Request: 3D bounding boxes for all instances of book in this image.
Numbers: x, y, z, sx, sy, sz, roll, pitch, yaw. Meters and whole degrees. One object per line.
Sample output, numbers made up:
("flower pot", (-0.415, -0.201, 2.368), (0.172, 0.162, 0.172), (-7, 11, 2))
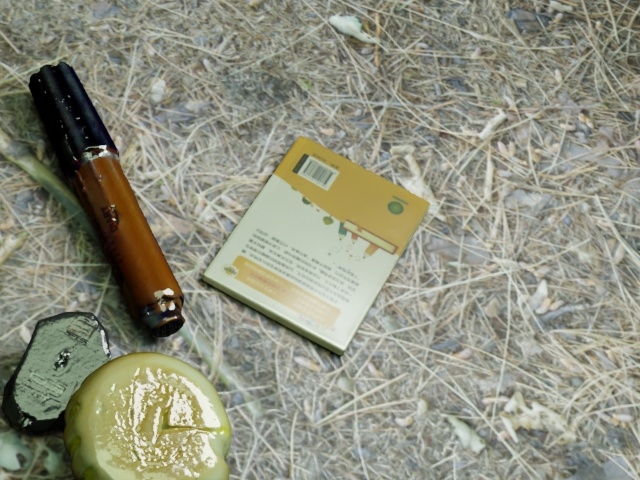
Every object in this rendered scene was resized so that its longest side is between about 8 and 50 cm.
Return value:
("book", (0.000, 0.000, 2.313), (0.208, 0.020, 0.295), (29, 50, 5))

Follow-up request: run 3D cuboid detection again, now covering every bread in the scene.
("bread", (-0.201, 0.233, 2.011), (0.213, 0.105, 0.213), (11, 55, -17))

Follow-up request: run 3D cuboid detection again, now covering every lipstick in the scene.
("lipstick", (-0.271, -0.056, 2.232), (0.077, 0.077, 0.418), (-14, 59, -26))

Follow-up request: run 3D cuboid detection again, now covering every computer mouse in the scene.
("computer mouse", (-0.313, 0.158, 2.068), (0.099, 0.057, 0.172), (28, 62, 2))
